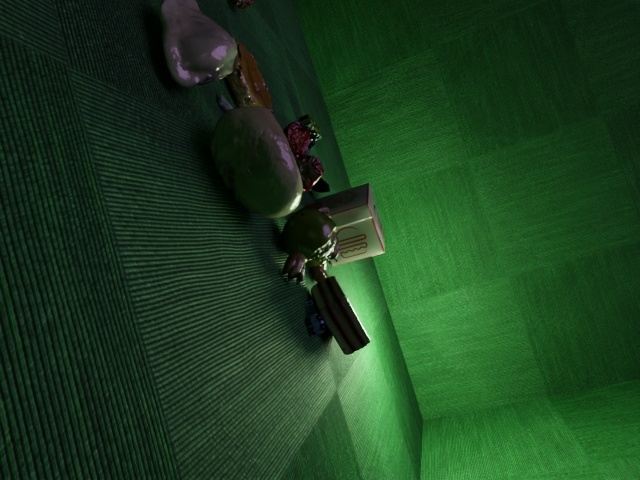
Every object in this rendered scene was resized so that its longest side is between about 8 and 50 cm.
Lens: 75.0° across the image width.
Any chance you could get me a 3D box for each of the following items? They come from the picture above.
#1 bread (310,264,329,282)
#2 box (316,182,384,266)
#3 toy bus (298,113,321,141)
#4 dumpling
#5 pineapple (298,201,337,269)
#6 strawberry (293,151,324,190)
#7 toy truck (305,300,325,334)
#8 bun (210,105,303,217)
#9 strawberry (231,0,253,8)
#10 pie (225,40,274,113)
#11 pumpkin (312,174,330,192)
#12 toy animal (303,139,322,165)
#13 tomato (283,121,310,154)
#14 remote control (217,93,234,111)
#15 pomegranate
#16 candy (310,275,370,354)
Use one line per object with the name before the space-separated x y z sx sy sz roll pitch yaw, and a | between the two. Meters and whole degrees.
bread | -0.006 0.146 1.851 0.082 0.060 0.113 -67 135 -69
box | 0.158 -0.086 2.231 0.314 0.312 0.299 -76 147 -62
toy bus | -0.065 -0.688 2.556 0.175 0.088 0.101 38 36 -63
dumpling | -0.351 -0.575 1.186 0.318 0.187 0.242 -81 154 -53
pineapple | 0.000 0.000 1.890 0.169 0.169 0.340 -81 156 -60
strawberry | -0.090 -0.304 1.882 0.184 0.187 0.201 49 -13 -2
toy truck | -0.026 0.297 1.614 0.074 0.063 0.136 90 -18 -82
bun | -0.207 -0.233 1.278 0.361 0.213 0.361 59 -14 25
strawberry | -0.386 -1.139 1.924 0.192 0.085 0.140 51 31 0
pie | -0.290 -0.642 1.698 0.339 0.083 0.339 -19 90 -73
pumpkin | -0.022 -0.334 2.263 0.119 0.108 0.183 62 9 -59
toy animal | -0.078 -0.452 2.187 0.094 0.121 0.225 148 -73 -73
tomato | -0.133 -0.517 2.084 0.166 0.082 0.174 -63 144 -20
remote control | -0.327 -0.466 1.483 0.124 0.018 0.053 44 30 -61
pomegranate | -0.058 0.021 1.581 0.301 0.236 0.236 -57 136 -28
candy | 0.081 0.318 1.751 0.320 0.135 0.179 61 -2 -32
